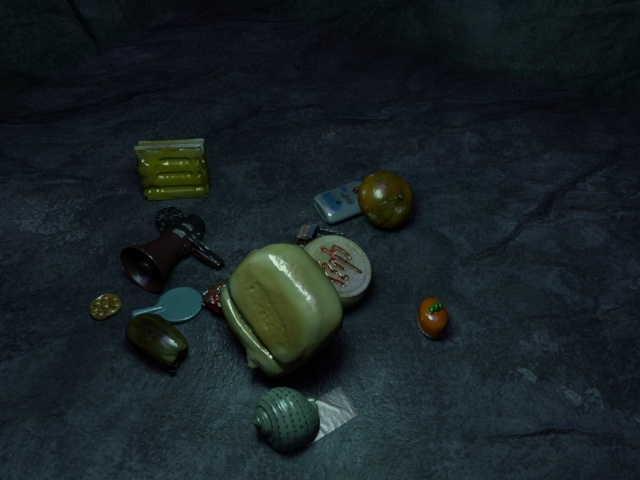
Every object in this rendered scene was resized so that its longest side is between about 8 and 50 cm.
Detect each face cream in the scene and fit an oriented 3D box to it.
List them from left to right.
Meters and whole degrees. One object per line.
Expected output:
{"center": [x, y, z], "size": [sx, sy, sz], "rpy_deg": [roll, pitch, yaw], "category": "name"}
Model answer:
{"center": [0.148, -0.178, 2.064], "size": [0.336, 0.080, 0.163], "rpy_deg": [-21, 54, -17], "category": "face cream"}

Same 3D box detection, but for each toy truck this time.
{"center": [0.000, 0.000, 1.894], "size": [0.192, 0.092, 0.083], "rpy_deg": [13, 50, 12], "category": "toy truck"}

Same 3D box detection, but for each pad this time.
{"center": [0.009, 0.521, 1.474], "size": [0.187, 0.006, 0.113], "rpy_deg": [-24, 51, -20], "category": "pad"}

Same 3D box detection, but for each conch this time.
{"center": [-0.095, 0.495, 1.409], "size": [0.200, 0.131, 0.172], "rpy_deg": [-24, 48, -15], "category": "conch"}

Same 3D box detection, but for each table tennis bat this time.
{"center": [-0.536, 0.234, 1.722], "size": [0.244, 0.040, 0.153], "rpy_deg": [-14, 48, -17], "category": "table tennis bat"}

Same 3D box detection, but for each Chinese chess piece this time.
{"center": [0.047, 0.112, 1.730], "size": [0.270, 0.112, 0.270], "rpy_deg": [9, 57, -14], "category": "Chinese chess piece"}

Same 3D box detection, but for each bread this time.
{"center": [-0.758, 0.232, 1.732], "size": [0.110, 0.024, 0.110], "rpy_deg": [0, 46, 0], "category": "bread"}
{"center": [-0.117, 0.197, 1.541], "size": [0.376, 0.348, 0.253], "rpy_deg": [49, 27, 13], "category": "bread"}

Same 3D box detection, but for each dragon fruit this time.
{"center": [-0.339, 0.194, 1.706], "size": [0.130, 0.121, 0.142], "rpy_deg": [7, 14, -24], "category": "dragon fruit"}

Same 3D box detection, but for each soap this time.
{"center": [-0.615, -0.303, 2.070], "size": [0.281, 0.259, 0.143], "rpy_deg": [-1, 41, -4], "category": "soap"}

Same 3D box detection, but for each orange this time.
{"center": [0.263, -0.163, 1.950], "size": [0.240, 0.171, 0.240], "rpy_deg": [3, 84, -27], "category": "orange"}

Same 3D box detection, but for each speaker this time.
{"center": [-0.521, 0.033, 1.817], "size": [0.259, 0.198, 0.329], "rpy_deg": [15, 39, 31], "category": "speaker"}

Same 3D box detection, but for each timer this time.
{"center": [0.374, 0.251, 1.643], "size": [0.099, 0.136, 0.136], "rpy_deg": [-16, 49, -7], "category": "timer"}

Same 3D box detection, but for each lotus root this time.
{"center": [-0.530, 0.318, 1.588], "size": [0.241, 0.123, 0.124], "rpy_deg": [27, 44, 20], "category": "lotus root"}

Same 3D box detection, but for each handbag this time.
{"center": [-0.616, -0.101, 2.018], "size": [0.115, 0.072, 0.139], "rpy_deg": [-15, 36, -10], "category": "handbag"}
